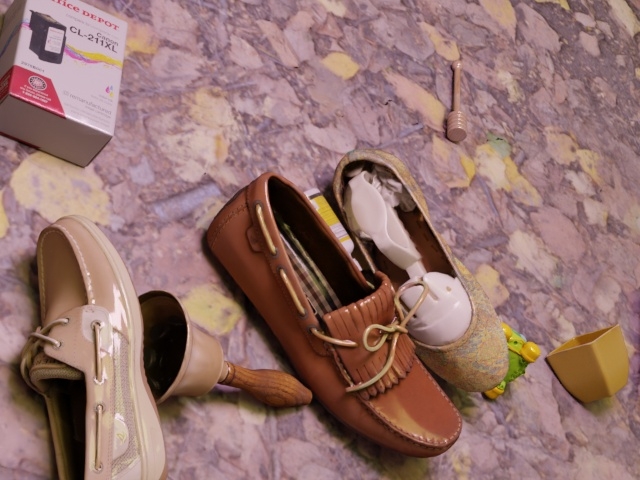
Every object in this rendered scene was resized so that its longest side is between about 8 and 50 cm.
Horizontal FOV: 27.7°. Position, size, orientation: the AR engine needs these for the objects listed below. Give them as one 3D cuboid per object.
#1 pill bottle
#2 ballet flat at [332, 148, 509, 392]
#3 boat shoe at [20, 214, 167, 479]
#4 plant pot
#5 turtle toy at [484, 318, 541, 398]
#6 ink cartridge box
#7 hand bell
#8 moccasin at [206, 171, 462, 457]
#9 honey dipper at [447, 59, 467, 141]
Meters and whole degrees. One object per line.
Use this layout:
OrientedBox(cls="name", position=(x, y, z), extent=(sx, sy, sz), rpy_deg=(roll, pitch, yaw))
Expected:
OrientedBox(cls="pill bottle", position=(0.000, 0.000, 1.578), extent=(0.065, 0.065, 0.116), rpy_deg=(-25, 80, -47))
OrientedBox(cls="ballet flat", position=(0.113, 0.033, 1.605), extent=(0.123, 0.123, 0.348), rpy_deg=(-8, 64, -44))
OrientedBox(cls="boat shoe", position=(-0.236, 0.114, 1.268), extent=(0.098, 0.109, 0.302), rpy_deg=(-1, 68, -42))
OrientedBox(cls="plant pot", position=(0.373, 0.173, 1.772), extent=(0.081, 0.081, 0.083), rpy_deg=(-23, 90, -47))
OrientedBox(cls="turtle toy", position=(0.212, 0.134, 1.657), extent=(0.130, 0.095, 0.066), rpy_deg=(35, 23, -18))
OrientedBox(cls="ink cartridge box", position=(-0.293, -0.188, 1.450), extent=(0.127, 0.072, 0.175), rpy_deg=(22, 50, -28))
OrientedBox(cls="hand bell", position=(-0.097, 0.142, 1.389), extent=(0.242, 0.126, 0.126), rpy_deg=(22, 49, -44))
OrientedBox(cls="moccasin", position=(0.034, 0.085, 1.486), extent=(0.139, 0.147, 0.380), rpy_deg=(-30, 84, -47))
OrientedBox(cls="honey dipper", position=(0.204, -0.211, 1.929), extent=(0.030, 0.030, 0.160), rpy_deg=(29, 43, -23))
